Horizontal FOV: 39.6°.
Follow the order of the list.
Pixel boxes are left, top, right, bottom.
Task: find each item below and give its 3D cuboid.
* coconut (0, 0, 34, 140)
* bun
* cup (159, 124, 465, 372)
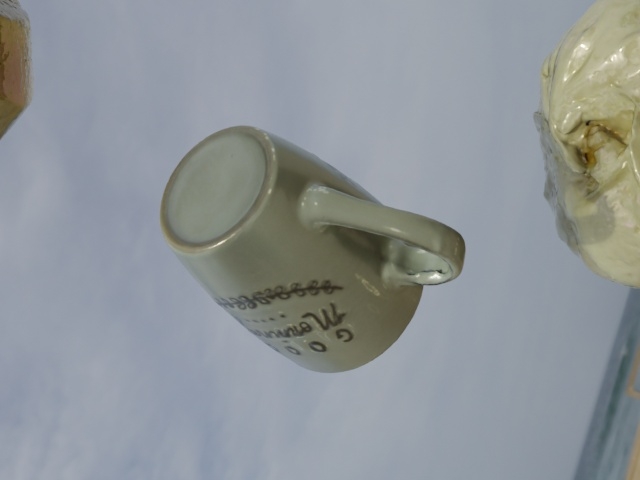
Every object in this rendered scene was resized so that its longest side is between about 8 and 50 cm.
[{"bbox_3d":[-0.426,-0.171,0.895,0.259,0.259,0.259,16,-90,-71],"label":"coconut"},{"bbox_3d":[0.371,-0.122,1.044,0.213,0.361,0.361,-5,-63,-24],"label":"bun"},{"bbox_3d":[0.000,0.000,0.842,0.234,0.258,0.186,42,-129,-48],"label":"cup"}]
